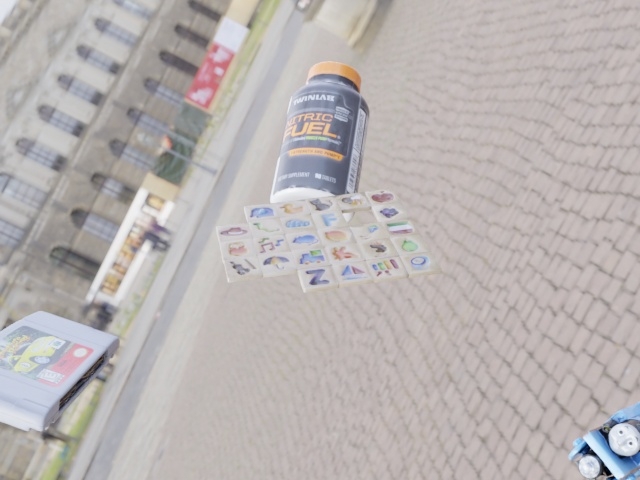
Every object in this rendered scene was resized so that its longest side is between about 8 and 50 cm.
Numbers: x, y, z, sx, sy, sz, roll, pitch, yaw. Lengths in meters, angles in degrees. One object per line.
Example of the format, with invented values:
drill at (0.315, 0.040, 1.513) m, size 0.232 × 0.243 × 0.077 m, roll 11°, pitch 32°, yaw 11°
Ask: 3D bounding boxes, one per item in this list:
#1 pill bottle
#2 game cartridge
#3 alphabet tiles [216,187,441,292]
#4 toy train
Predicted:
pill bottle at (0.005, -0.153, 1.366) m, size 0.130 × 0.130 × 0.246 m, roll 136°, pitch 147°, yaw -61°
game cartridge at (-0.522, 0.230, 1.631) m, size 0.294 × 0.196 × 0.060 m, roll -58°, pitch -20°, yaw -63°
alphabet tiles at (0.000, 0.000, 1.051) m, size 0.198 × 0.237 × 0.009 m, roll -112°, pitch 17°, yaw -56°
toy train at (0.375, 0.243, 1.073) m, size 0.080 × 0.184 × 0.105 m, roll 51°, pitch 119°, yaw 28°
